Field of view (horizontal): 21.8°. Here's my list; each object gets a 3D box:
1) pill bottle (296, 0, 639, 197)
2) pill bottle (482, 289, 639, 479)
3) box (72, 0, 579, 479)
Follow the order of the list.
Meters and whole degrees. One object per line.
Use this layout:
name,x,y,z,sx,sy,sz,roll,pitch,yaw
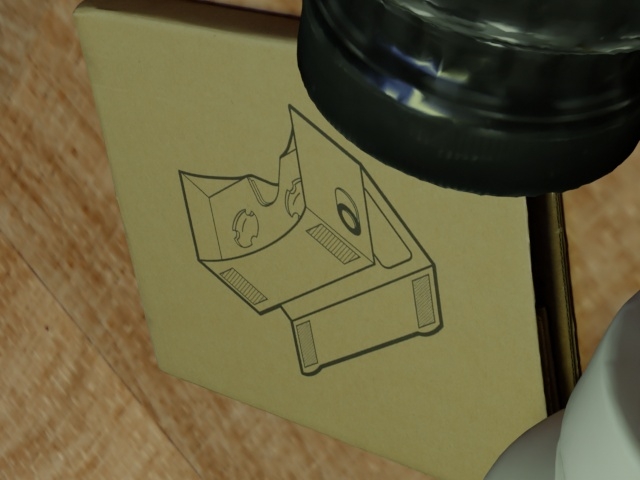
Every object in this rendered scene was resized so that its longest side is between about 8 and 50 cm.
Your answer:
pill bottle,0.056,-0.120,0.356,0.123,0.123,0.219,36,139,23
pill bottle,0.095,0.120,0.481,0.131,0.131,0.229,38,139,22
box,0.000,0.000,0.586,0.201,0.021,0.164,16,128,40
